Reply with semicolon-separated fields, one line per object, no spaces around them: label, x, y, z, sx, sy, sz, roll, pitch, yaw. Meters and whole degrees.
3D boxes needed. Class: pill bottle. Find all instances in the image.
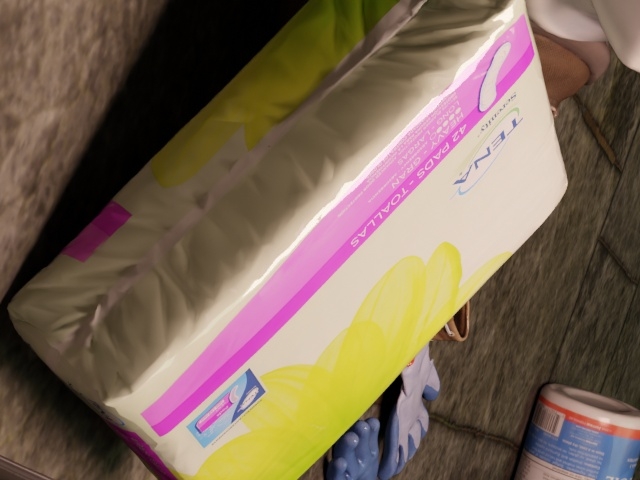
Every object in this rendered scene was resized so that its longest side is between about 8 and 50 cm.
pill bottle;0.269;0.278;2.092;0.124;0.124;0.221;-4;111;-69

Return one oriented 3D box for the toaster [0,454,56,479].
toaster;-0.170;0.175;0.820;0.185;0.110;0.168;74;38;-58

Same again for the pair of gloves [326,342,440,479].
pair of gloves;0.046;0.166;1.533;0.198;0.023;0.159;-53;155;-36

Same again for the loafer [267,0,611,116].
loafer;0.064;-0.133;1.201;0.130;0.134;0.366;-51;154;13

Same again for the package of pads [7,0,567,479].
package of pads;0.000;0.000;1.014;0.296;0.101;0.229;-45;154;-9

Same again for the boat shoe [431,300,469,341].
boat shoe;0.095;0.001;1.452;0.066;0.066;0.183;-54;154;-42

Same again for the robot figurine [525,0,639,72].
robot figurine;0.165;-0.254;1.082;0.300;0.200;0.353;24;40;-63
